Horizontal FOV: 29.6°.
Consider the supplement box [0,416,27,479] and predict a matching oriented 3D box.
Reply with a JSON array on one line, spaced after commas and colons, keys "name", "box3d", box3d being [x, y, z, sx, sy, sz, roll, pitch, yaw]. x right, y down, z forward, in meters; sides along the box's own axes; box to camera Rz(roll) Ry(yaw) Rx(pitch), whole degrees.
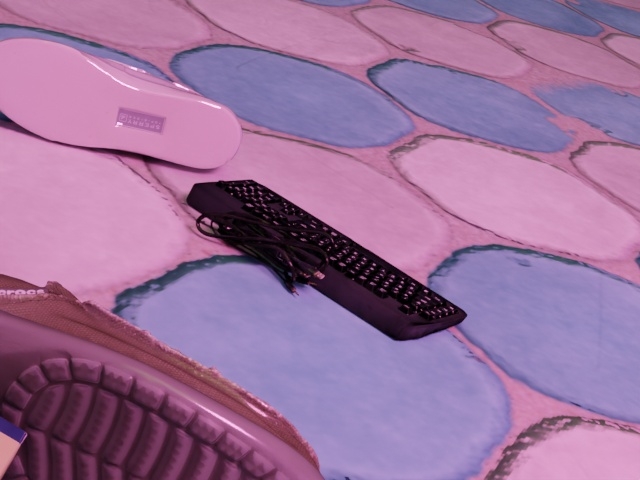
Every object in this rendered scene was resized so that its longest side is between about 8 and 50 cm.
[{"name": "supplement box", "box3d": [-0.162, 0.086, 0.417, 0.083, 0.056, 0.083, 33, 22, -8]}]

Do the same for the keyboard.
[{"name": "keyboard", "box3d": [0.000, 0.000, 0.768, 0.192, 0.038, 0.100, 31, 27, 29]}]

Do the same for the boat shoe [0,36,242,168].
[{"name": "boat shoe", "box3d": [-0.146, -0.099, 0.852, 0.184, 0.066, 0.063, 10, 11, -13]}]

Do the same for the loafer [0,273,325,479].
[{"name": "loafer", "box3d": [-0.105, 0.055, 0.493, 0.251, 0.094, 0.087, 26, 26, 6]}]
